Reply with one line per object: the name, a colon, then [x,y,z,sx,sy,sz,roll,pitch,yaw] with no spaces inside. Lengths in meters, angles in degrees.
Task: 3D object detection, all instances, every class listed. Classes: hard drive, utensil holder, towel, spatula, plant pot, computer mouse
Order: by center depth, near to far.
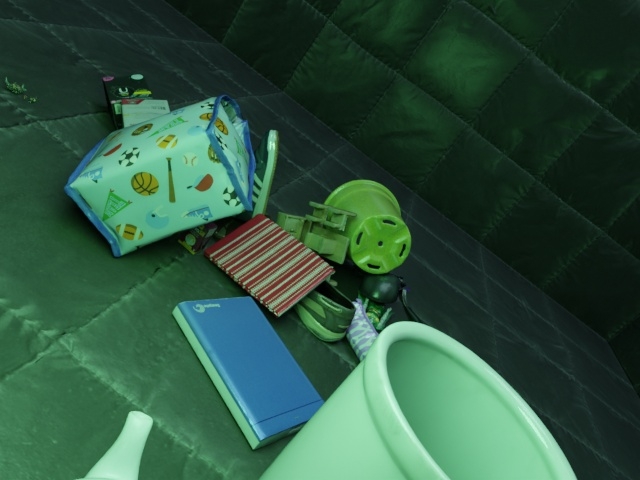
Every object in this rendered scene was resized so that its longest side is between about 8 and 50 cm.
utensil holder: [0.097,0.363,0.721,0.327,0.385,0.328,30,25,-16]
hard drive: [-0.138,0.247,1.040,0.210,0.040,0.319,3,41,-53]
towel: [-0.128,0.052,1.256,0.274,0.031,0.199,37,56,25]
plant pot: [0.151,-0.024,1.568,0.276,0.276,0.254,30,11,-18]
computer mouse: [0.186,0.120,1.599,0.188,0.072,0.272,18,13,4]
spatula: [0.296,0.209,1.753,0.084,0.030,0.296,27,25,-29]

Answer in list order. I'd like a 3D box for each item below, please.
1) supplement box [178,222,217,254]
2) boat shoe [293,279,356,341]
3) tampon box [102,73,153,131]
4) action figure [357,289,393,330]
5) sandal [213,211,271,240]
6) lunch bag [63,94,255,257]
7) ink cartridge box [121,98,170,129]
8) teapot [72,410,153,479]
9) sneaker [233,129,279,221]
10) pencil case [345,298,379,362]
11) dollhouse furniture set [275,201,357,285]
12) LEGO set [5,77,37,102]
supplement box: [-0.298,-0.016,1.249,0.055,0.083,0.043,39,23,7]
boat shoe: [-0.045,0.100,1.337,0.355,0.130,0.132,42,23,11]
tampon box: [-0.566,-0.409,1.525,0.120,0.102,0.161,-14,48,-22]
action figure: [0.158,0.209,1.510,0.137,0.064,0.232,27,18,5]
sandal: [-0.226,-0.039,1.443,0.090,0.060,0.219,35,37,10]
lunch bag: [-0.324,-0.175,1.158,0.386,0.327,0.239,-103,174,-55]
ink cartridge box: [-0.477,-0.293,1.414,0.128,0.127,0.176,-3,40,-21]
teapot: [-0.233,0.351,0.522,0.256,0.187,0.252,46,24,17]
sneaker: [-0.200,-0.168,1.334,0.153,0.282,0.099,13,36,-7]
pencil case: [0.118,0.255,1.338,0.086,0.088,0.206,15,31,-45]
dollhouse furniture set: [0.000,0.000,1.500,0.242,0.212,0.161,21,9,43]
LEGO set: [-0.783,-0.386,1.334,0.083,0.023,0.054,49,24,-6]
